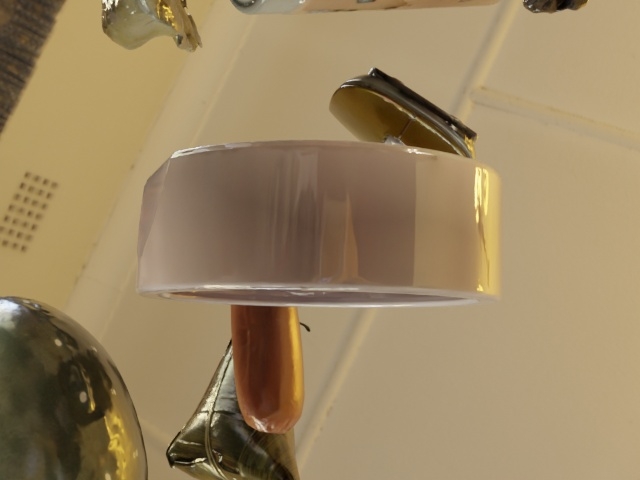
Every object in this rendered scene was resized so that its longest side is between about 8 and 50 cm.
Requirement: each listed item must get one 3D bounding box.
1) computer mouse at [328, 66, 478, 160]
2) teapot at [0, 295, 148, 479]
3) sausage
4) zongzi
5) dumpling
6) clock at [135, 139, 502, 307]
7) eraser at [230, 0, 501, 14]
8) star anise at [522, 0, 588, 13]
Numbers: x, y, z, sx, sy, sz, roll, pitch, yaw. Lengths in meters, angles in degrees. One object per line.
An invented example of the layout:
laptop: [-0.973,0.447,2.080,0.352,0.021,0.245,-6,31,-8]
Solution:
computer mouse: [0.088,-0.117,0.880,0.158,0.310,0.072,33,-83,-1]
teapot: [-0.230,0.139,0.443,0.183,0.251,0.183,28,-54,47]
sausage: [-0.055,0.102,0.852,0.077,0.077,0.194,-15,-109,24]
zongzi: [-0.053,0.194,1.020,0.241,0.111,0.248,-5,-129,47]
dumpling: [-0.192,-0.274,0.881,0.086,0.166,0.332,-16,-137,0]
clock: [0.000,0.000,0.451,0.197,0.197,0.068,-3,-98,27]
eraser: [0.037,-0.269,0.762,0.171,0.290,0.087,46,-44,39]
star anise: [0.271,-0.335,0.817,0.236,0.109,0.223,-46,-137,28]
